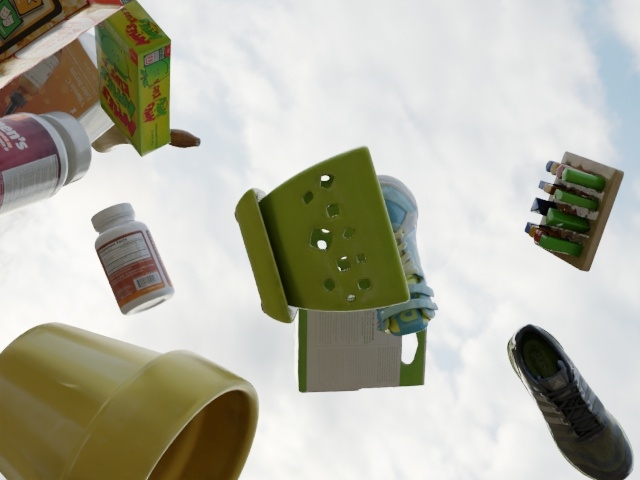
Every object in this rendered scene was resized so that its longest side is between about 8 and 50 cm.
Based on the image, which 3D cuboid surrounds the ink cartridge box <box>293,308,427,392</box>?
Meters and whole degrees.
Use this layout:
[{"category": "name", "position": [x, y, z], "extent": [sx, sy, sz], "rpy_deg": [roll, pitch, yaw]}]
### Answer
[{"category": "ink cartridge box", "position": [0.077, 0.197, 1.954], "extent": [0.255, 0.097, 0.189], "rpy_deg": [-1, -76, -7]}]

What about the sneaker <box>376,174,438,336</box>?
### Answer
[{"category": "sneaker", "position": [0.136, 0.045, 1.733], "extent": [0.127, 0.208, 0.319], "rpy_deg": [-16, -40, 7]}]

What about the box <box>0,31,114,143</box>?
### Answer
[{"category": "box", "position": [-0.375, -0.206, 1.424], "extent": [0.170, 0.091, 0.130], "rpy_deg": [-37, -102, 11]}]

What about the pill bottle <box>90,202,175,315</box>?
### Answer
[{"category": "pill bottle", "position": [-0.394, 0.037, 2.027], "extent": [0.121, 0.121, 0.216], "rpy_deg": [-37, -106, 52]}]

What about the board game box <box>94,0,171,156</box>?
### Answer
[{"category": "board game box", "position": [-0.212, -0.186, 1.108], "extent": [0.092, 0.043, 0.181], "rpy_deg": [49, -26, 19]}]

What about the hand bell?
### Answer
[{"category": "hand bell", "position": [-0.351, -0.225, 2.029], "extent": [0.242, 0.126, 0.126], "rpy_deg": [12, -46, 27]}]

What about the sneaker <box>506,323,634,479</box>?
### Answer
[{"category": "sneaker", "position": [0.393, 0.259, 1.582], "extent": [0.300, 0.111, 0.121], "rpy_deg": [55, 5, 26]}]

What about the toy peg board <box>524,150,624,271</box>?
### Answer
[{"category": "toy peg board", "position": [0.371, -0.055, 1.520], "extent": [0.079, 0.161, 0.160], "rpy_deg": [13, 11, -19]}]

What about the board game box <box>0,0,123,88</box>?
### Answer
[{"category": "board game box", "position": [-0.257, -0.188, 0.714], "extent": [0.193, 0.045, 0.147], "rpy_deg": [-25, -89, 24]}]

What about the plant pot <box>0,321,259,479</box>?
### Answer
[{"category": "plant pot", "position": [-0.232, 0.211, 1.054], "extent": [0.239, 0.254, 0.254], "rpy_deg": [26, -40, 21]}]

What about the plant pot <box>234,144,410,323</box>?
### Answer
[{"category": "plant pot", "position": [0.000, 0.000, 1.429], "extent": [0.227, 0.207, 0.228], "rpy_deg": [-61, 135, -88]}]

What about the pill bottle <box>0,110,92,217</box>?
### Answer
[{"category": "pill bottle", "position": [-0.402, -0.096, 1.251], "extent": [0.121, 0.221, 0.121], "rpy_deg": [10, -68, 25]}]
